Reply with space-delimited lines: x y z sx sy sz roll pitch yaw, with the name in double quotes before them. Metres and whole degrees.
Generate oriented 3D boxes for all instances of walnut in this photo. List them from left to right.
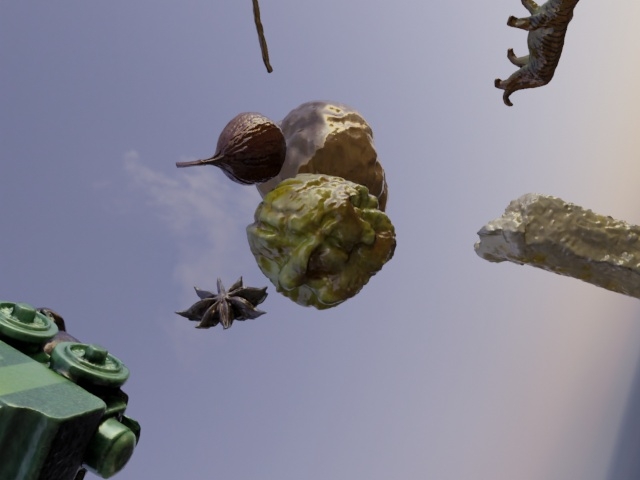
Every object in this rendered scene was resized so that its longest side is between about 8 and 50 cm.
"walnut" 0.008 -0.177 1.687 0.384 0.384 0.383 -39 -43 -50

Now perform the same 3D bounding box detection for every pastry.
"pastry" 0.316 0.012 0.795 0.121 0.259 0.089 104 -174 -68

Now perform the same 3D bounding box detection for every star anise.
"star anise" -0.209 0.150 1.478 0.205 0.181 0.061 -26 -54 -29

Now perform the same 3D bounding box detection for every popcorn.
"popcorn" -0.008 -0.005 1.302 0.282 0.247 0.281 -3 -82 -25

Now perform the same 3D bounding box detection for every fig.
"fig" -0.167 -0.168 1.255 0.201 0.134 0.146 -14 -59 -45

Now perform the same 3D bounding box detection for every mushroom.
"mushroom" -0.119 -0.429 1.159 0.028 0.026 0.286 -58 -36 -50

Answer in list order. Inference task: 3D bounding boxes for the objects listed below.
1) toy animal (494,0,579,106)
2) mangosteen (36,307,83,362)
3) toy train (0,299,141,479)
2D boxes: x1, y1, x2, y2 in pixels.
"toy animal" 0.353 -0.326 1.076 0.057 0.099 0.241 -36 -39 -45
"mangosteen" -0.447 0.220 1.015 0.210 0.210 0.209 -39 -43 -50
"toy train" -0.357 0.172 0.732 0.166 0.299 0.238 -68 -15 3
